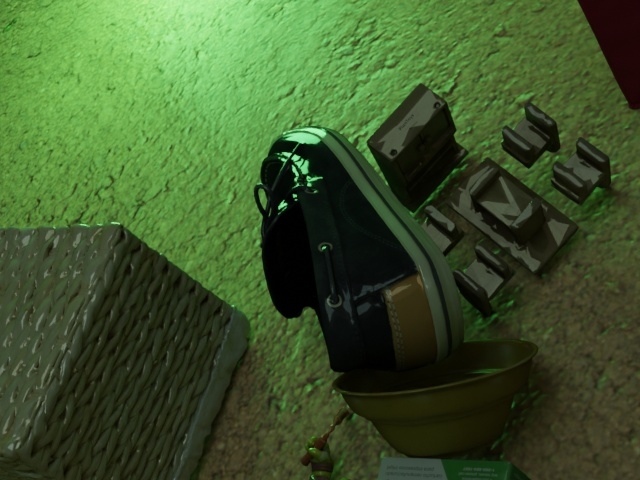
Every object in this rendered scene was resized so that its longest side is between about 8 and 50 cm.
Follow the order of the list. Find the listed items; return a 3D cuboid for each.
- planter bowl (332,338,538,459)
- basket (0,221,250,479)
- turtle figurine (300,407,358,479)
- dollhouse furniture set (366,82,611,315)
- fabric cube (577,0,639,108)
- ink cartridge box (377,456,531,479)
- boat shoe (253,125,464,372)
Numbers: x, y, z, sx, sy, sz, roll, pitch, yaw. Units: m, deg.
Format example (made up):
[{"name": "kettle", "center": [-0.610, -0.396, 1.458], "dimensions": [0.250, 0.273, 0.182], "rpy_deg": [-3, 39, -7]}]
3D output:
[{"name": "planter bowl", "center": [0.127, 0.172, 1.182], "dimensions": [0.217, 0.217, 0.090], "rpy_deg": [-9, 94, 30]}, {"name": "basket", "center": [-0.324, 0.169, 1.417], "dimensions": [0.328, 0.266, 0.331], "rpy_deg": [-1, 55, 36]}, {"name": "turtle figurine", "center": [-0.025, 0.306, 1.223], "dimensions": [0.217, 0.087, 0.269], "rpy_deg": [-33, 23, 15]}, {"name": "dollhouse furniture set", "center": [0.188, -0.053, 1.344], "dimensions": [0.242, 0.161, 0.212], "rpy_deg": [41, 85, 24]}, {"name": "fabric cube", "center": [0.429, -0.348, 1.280], "dimensions": [0.259, 0.258, 0.254], "rpy_deg": [-14, 50, 27]}, {"name": "ink cartridge box", "center": [0.118, 0.325, 1.102], "dimensions": [0.153, 0.087, 0.208], "rpy_deg": [-5, 56, 34]}, {"name": "boat shoe", "center": [0.000, 0.000, 1.313], "dimensions": [0.156, 0.186, 0.500], "rpy_deg": [-18, 29, -11]}]
